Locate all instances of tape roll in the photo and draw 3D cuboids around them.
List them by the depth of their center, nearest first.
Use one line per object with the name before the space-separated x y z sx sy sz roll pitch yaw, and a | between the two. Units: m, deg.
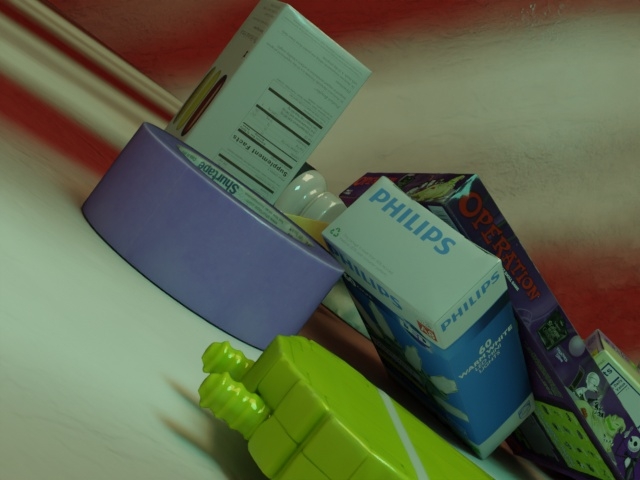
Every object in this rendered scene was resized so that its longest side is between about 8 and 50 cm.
tape roll | -0.079 -0.003 0.871 0.189 0.080 0.189 37 4 -3

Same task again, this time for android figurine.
android figurine | 0.053 0.138 0.575 0.273 0.056 0.248 37 4 -11

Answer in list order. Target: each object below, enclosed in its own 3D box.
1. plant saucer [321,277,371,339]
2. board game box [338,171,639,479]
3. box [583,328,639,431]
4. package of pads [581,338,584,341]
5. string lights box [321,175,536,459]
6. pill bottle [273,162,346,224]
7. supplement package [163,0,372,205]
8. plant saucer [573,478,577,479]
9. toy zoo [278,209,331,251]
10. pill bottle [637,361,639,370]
plant saucer | 0.041 0.070 1.366 0.195 0.037 0.195 36 3 -2
board game box | 0.167 0.085 1.087 0.346 0.056 0.208 55 -22 -18
box | 0.363 0.236 1.317 0.243 0.117 0.213 46 10 7
package of pads | 0.284 0.159 1.594 0.229 0.101 0.296 23 0 11
string lights box | 0.100 0.072 0.988 0.133 0.077 0.259 39 -15 34
pill bottle | -0.054 -0.072 1.663 0.180 0.108 0.108 39 5 22
supplement package | -0.077 -0.151 1.383 0.134 0.244 0.139 36 3 -21
plant saucer | 0.281 0.248 1.432 0.168 0.029 0.168 36 5 -4
toy zoo | 0.000 0.000 1.271 0.192 0.030 0.293 13 -2 22
pill bottle | 0.476 0.188 1.424 0.160 0.087 0.087 46 5 7
